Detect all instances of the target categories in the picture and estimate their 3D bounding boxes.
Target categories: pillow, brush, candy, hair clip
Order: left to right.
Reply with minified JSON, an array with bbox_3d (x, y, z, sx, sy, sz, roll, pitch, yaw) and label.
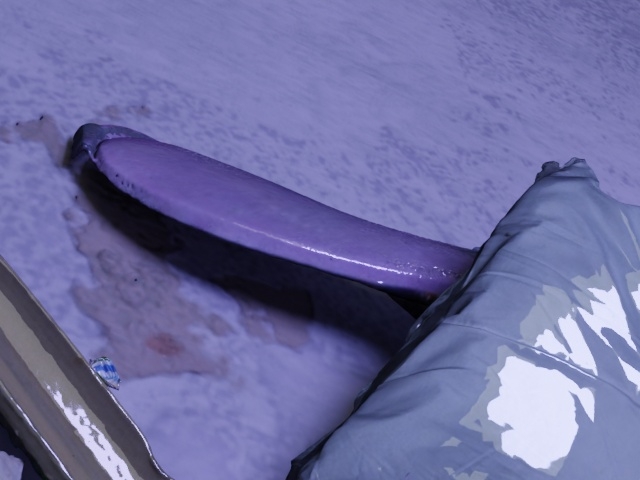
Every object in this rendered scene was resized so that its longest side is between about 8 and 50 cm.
[{"bbox_3d":[-0.148,0.078,0.726,0.083,0.020,0.030,-6,42,-38],"label":"candy"},{"bbox_3d":[-0.108,0.125,0.672,0.054,0.048,0.282,-35,82,-35],"label":"brush"},{"bbox_3d":[0.000,0.001,0.889,0.358,0.095,0.110,25,53,-8],"label":"hair clip"},{"bbox_3d":[0.169,0.127,0.784,0.283,0.138,0.310,42,61,-2],"label":"pillow"}]

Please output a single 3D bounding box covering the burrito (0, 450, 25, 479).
[{"bbox_3d":[-0.154,0.227,0.501,0.117,0.076,0.392,8,40,-24],"label":"burrito"}]
